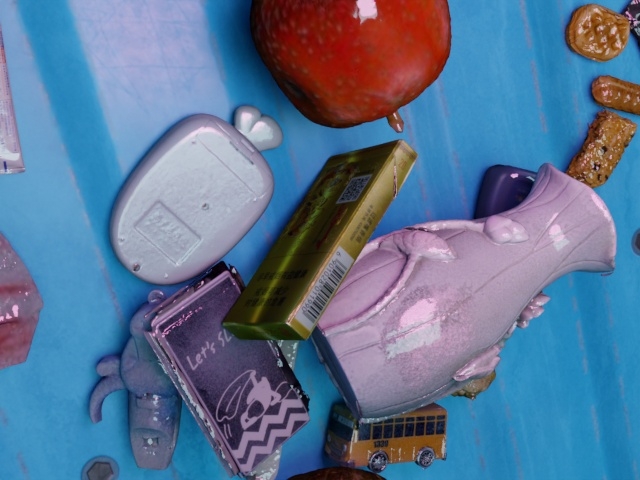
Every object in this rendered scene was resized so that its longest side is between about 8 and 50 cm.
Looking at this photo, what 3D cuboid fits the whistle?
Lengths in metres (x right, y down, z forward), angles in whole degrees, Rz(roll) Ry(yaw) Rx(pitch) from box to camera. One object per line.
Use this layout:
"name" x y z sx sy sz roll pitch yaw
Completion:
"whistle" -0.232 0.197 1.310 0.180 0.093 0.269 3 102 1

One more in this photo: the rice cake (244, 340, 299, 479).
"rice cake" -0.070 0.205 1.394 0.063 0.066 0.336 9 99 -23

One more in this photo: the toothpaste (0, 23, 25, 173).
"toothpaste" -0.411 -0.189 1.183 0.052 0.033 0.218 -7 107 -18

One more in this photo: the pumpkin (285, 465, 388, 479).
"pumpkin" 0.024 0.433 1.409 0.219 0.219 0.162 9 58 -25

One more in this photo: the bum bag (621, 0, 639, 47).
"bum bag" 0.575 -0.329 1.564 0.087 0.049 0.198 -41 114 -5

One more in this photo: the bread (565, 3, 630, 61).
"bread" 0.447 -0.333 1.511 0.110 0.044 0.083 13 100 -23

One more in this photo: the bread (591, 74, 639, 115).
"bread" 0.516 -0.237 1.560 0.157 0.044 0.052 8 84 -26

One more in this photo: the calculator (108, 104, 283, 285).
"calculator" -0.167 -0.067 1.306 0.184 0.042 0.295 43 84 -25

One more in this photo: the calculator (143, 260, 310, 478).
"calculator" -0.122 0.181 1.295 0.165 0.028 0.274 -36 107 -32

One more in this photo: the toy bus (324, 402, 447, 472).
"toy bus" 0.103 0.301 1.474 0.182 0.091 0.103 1 95 -25

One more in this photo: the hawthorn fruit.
"hawthorn fruit" 0.047 -0.279 1.233 0.275 0.275 0.300 -29 103 -15

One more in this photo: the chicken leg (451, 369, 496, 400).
"chicken leg" 0.176 0.179 1.486 0.227 0.088 0.103 31 104 -17

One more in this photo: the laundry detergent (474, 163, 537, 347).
"laundry detergent" 0.300 0.029 1.499 0.143 0.094 0.290 10 97 -25

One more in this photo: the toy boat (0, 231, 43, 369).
"toy boat" -0.467 0.036 1.192 0.206 0.096 0.282 -11 93 -27

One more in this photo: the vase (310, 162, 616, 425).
"vase" 0.200 0.064 1.327 0.445 0.250 0.250 -29 111 -8

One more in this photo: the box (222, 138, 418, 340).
"box" 0.000 0.000 1.271 0.043 0.173 0.311 43 64 -24

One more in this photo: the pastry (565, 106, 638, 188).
"pastry" 0.465 -0.148 1.552 0.080 0.056 0.140 27 90 -18
